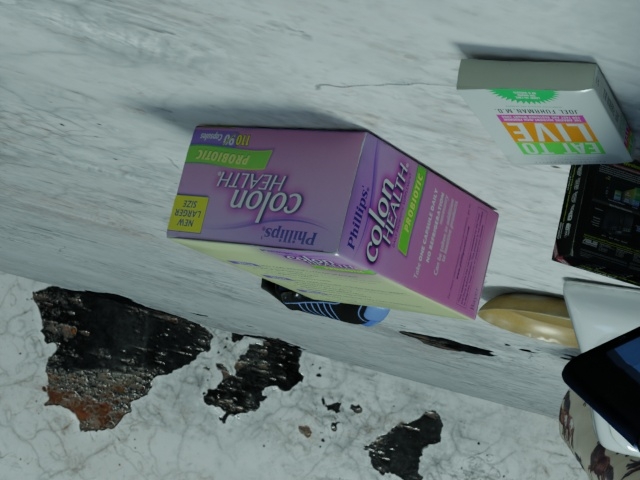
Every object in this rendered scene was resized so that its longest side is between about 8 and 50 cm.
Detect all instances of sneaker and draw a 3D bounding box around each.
[{"bbox_3d":[0.006,0.053,1.559,0.090,0.081,0.232,9,173,-21],"label":"sneaker"}]

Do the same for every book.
[{"bbox_3d":[0.166,-0.092,0.976,0.096,0.035,0.144,5,165,26],"label":"book"}]

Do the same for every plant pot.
[{"bbox_3d":[0.330,0.110,1.834,0.236,0.032,0.236,13,170,2],"label":"plant pot"}]

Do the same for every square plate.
[{"bbox_3d":[0.476,0.193,1.649,0.344,0.049,0.347,9,143,27],"label":"square plate"}]

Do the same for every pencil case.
[{"bbox_3d":[0.485,0.322,1.978,0.160,0.183,0.410,45,-173,-20],"label":"pencil case"}]

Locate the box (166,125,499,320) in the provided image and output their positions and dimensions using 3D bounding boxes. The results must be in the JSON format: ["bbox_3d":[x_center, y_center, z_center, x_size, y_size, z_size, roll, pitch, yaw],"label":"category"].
[{"bbox_3d":[0.016,-0.016,1.334,0.213,0.117,0.243,6,168,40],"label":"box"}]

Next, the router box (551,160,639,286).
[{"bbox_3d":[0.254,-0.013,1.096,0.122,0.092,0.038,17,169,-13],"label":"router box"}]

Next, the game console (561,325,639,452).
[{"bbox_3d":[0.326,0.028,0.963,0.293,0.173,0.250,-25,140,-6],"label":"game console"}]
